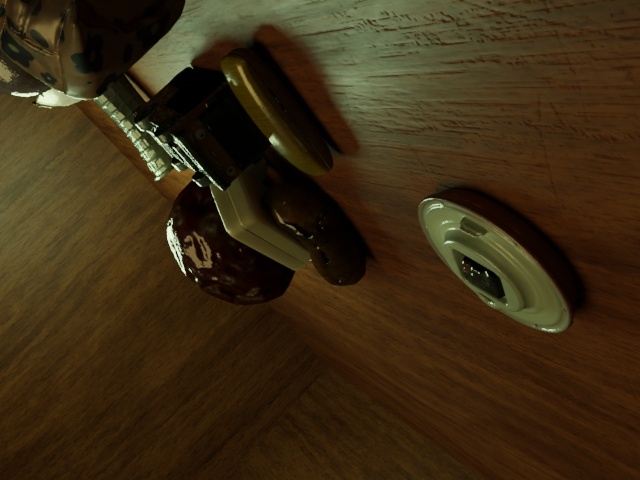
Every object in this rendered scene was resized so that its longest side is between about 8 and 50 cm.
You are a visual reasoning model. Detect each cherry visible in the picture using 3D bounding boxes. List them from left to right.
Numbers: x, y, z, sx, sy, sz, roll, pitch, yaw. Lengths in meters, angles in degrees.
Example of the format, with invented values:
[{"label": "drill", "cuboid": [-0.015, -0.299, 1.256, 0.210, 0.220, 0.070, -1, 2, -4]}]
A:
[{"label": "cherry", "cuboid": [-0.601, -0.383, 1.418, 0.213, 0.183, 0.266, 14, 138, 41]}]

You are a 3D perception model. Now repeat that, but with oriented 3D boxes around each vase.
[{"label": "vase", "cuboid": [-0.474, -0.310, 1.858, 0.299, 0.143, 0.143, 49, 167, -15]}]

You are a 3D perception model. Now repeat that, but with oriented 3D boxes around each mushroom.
[{"label": "mushroom", "cuboid": [-0.698, -0.503, 1.996, 0.162, 0.173, 0.236, 8, -122, -38]}]

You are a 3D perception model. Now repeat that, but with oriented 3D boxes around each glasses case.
[{"label": "glasses case", "cuboid": [-0.107, -0.037, 1.470, 0.313, 0.070, 0.131, 34, -151, -62]}, {"label": "glasses case", "cuboid": [-0.062, -0.188, 1.073, 0.234, 0.064, 0.079, 51, 165, -31]}]

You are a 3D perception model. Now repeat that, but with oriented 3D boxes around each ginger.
[{"label": "ginger", "cuboid": [0.007, 0.000, 1.414, 0.133, 0.107, 0.309, 18, 154, 50]}]

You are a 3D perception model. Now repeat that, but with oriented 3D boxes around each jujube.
[{"label": "jujube", "cuboid": [-0.201, 0.002, 1.697, 0.276, 0.276, 0.377, 35, 177, 37]}]

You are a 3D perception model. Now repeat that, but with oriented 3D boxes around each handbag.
[{"label": "handbag", "cuboid": [-0.295, -0.334, 0.929, 0.190, 0.251, 0.193, 37, 159, -1]}]

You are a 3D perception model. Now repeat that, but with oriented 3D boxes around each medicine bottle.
[{"label": "medicine bottle", "cuboid": [-0.192, -0.171, 1.519, 0.183, 0.086, 0.086, 31, 163, 49]}]

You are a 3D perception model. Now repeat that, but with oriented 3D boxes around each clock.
[{"label": "clock", "cuboid": [0.221, 0.030, 0.923, 0.244, 0.056, 0.244, 41, 169, 10]}]

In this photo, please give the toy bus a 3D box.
[{"label": "toy bus", "cuboid": [-0.207, -0.203, 1.267, 0.138, 0.167, 0.275, 51, 171, -33]}]
